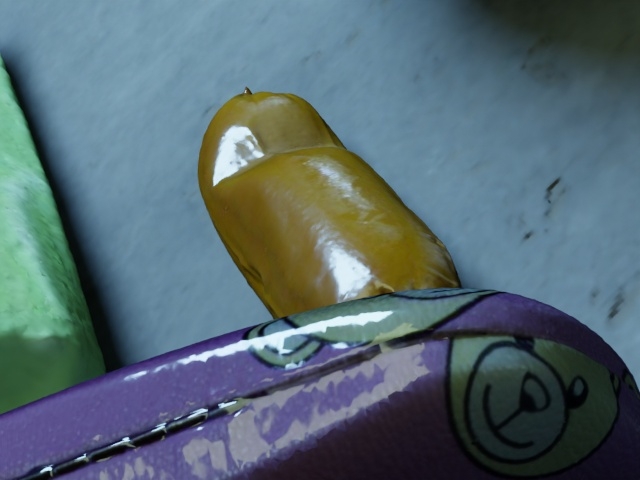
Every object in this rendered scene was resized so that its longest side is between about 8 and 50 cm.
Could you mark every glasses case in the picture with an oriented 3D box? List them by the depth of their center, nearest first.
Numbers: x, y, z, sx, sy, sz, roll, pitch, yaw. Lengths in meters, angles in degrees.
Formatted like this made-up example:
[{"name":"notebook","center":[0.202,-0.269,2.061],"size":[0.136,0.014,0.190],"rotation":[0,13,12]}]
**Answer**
[{"name":"glasses case","center":[-0.055,0.091,0.575],"size":[0.316,0.123,0.075],"rotation":[-22,57,23]}]

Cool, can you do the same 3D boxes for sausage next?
[{"name":"sausage","center":[0.000,0.000,0.669],"size":[0.062,0.054,0.183],"rotation":[-21,35,-15]}]

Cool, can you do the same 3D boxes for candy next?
[{"name":"candy","center":[-0.182,0.000,0.793],"size":[0.343,0.132,0.142],"rotation":[-117,30,-50]}]
